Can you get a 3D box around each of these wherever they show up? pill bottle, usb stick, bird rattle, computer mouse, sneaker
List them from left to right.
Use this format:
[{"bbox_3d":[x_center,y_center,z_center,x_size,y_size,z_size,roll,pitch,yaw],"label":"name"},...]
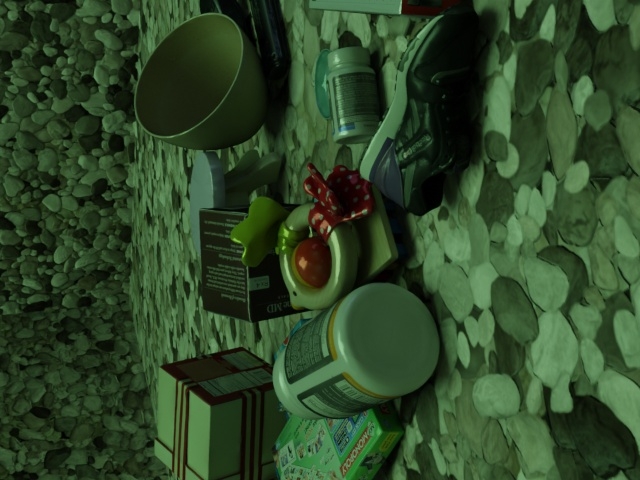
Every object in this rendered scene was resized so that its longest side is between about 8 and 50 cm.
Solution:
[{"bbox_3d":[-0.197,-0.453,2.088,0.272,0.072,0.188,68,155,11],"label":"computer mouse"},{"bbox_3d":[-0.110,-0.457,1.863,0.077,0.045,0.277,135,128,-56],"label":"usb stick"},{"bbox_3d":[0.000,0.000,1.395,0.254,0.143,0.206,-19,82,42],"label":"bird rattle"},{"bbox_3d":[0.041,0.175,1.353,0.278,0.162,0.162,-39,57,58],"label":"pill bottle"},{"bbox_3d":[0.050,-0.221,1.407,0.078,0.078,0.137,160,105,-70],"label":"pill bottle"},{"bbox_3d":[0.154,-0.153,1.144,0.124,0.107,0.283,45,138,25],"label":"sneaker"}]

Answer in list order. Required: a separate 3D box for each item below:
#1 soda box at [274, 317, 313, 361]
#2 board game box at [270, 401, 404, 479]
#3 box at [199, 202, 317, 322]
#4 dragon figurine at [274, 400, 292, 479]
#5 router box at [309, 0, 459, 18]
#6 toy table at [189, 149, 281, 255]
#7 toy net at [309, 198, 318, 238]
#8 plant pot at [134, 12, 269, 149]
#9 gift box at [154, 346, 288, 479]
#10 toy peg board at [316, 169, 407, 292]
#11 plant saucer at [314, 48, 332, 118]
[{"bbox_3d":[-0.029,0.214,1.753,0.210,0.067,0.071,123,138,-59],"label":"soda box"},{"bbox_3d":[0.018,0.343,1.564,0.317,0.046,0.213,-62,36,32],"label":"board game box"},{"bbox_3d":[-0.116,0.035,1.747,0.167,0.169,0.203,6,102,50],"label":"box"},{"bbox_3d":[-0.038,0.435,1.798,0.144,0.085,0.289,-154,65,-70],"label":"dragon figurine"},{"bbox_3d":[0.086,-0.452,1.217,0.335,0.082,0.301,-142,54,-65],"label":"router box"},{"bbox_3d":[-0.179,-0.085,1.956,0.274,0.161,0.252,119,139,-60],"label":"toy table"},{"bbox_3d":[0.017,0.018,1.617,0.122,0.045,0.232,-126,35,-53],"label":"toy net"},{"bbox_3d":[-0.217,-0.299,1.911,0.284,0.191,0.284,-16,60,29],"label":"plant pot"},{"bbox_3d":[-0.184,0.403,1.986,0.255,0.277,0.258,28,118,52],"label":"gift box"},{"bbox_3d":[0.076,-0.007,1.418,0.160,0.079,0.161,-44,52,46],"label":"toy peg board"},{"bbox_3d":[0.019,-0.267,1.572,0.119,0.021,0.119,176,90,-70],"label":"plant saucer"}]
